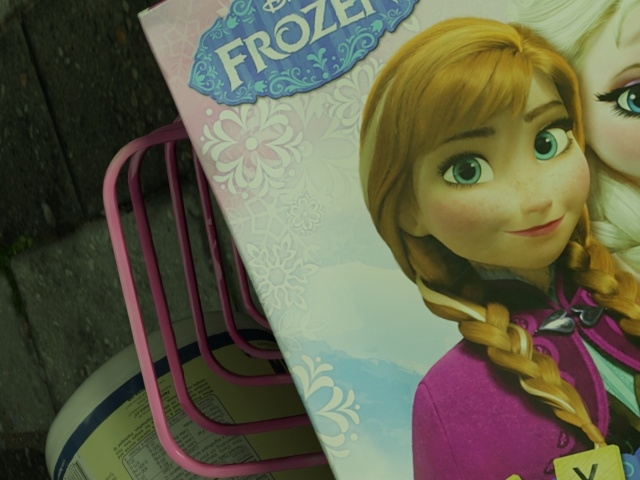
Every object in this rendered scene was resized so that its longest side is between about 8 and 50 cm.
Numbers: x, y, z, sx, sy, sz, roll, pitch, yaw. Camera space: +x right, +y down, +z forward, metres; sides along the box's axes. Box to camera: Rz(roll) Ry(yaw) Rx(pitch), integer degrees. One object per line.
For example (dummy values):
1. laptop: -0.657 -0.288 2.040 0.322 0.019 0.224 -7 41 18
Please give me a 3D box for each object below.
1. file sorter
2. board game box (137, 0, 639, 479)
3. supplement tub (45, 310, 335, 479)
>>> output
1. file sorter: 0.000 0.000 0.718 0.182 0.290 0.202 -9 100 9
2. board game box: 0.124 -0.022 0.487 0.319 0.066 0.318 -25 85 16
3. supplement tub: -0.060 0.247 0.980 0.325 0.235 0.235 51 138 24
